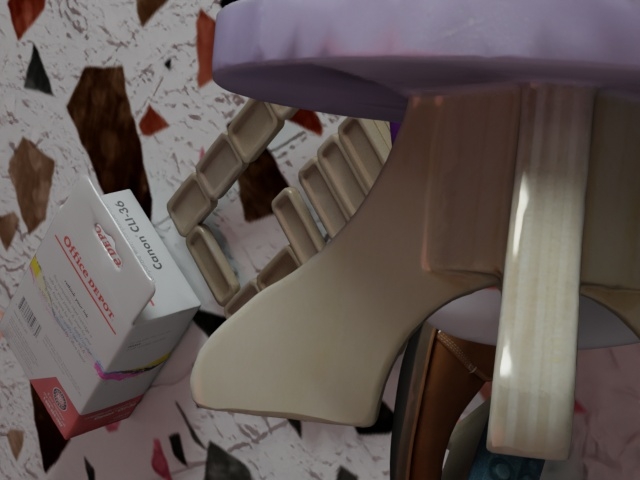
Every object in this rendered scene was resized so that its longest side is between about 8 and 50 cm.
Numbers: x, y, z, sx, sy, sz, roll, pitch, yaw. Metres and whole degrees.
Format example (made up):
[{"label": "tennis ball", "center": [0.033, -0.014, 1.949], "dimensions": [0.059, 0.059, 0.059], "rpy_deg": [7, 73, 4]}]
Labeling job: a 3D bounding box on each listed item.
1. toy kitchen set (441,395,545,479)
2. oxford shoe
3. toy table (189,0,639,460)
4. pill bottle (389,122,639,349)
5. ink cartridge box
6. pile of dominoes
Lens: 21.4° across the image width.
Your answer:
[{"label": "toy kitchen set", "center": [0.161, 0.200, 0.962], "dimensions": [0.207, 0.166, 0.122], "rpy_deg": [36, 138, -12]}, {"label": "oxford shoe", "center": [0.087, 0.058, 0.957], "dimensions": [0.076, 0.076, 0.212], "rpy_deg": [-101, 27, -82]}, {"label": "toy table", "center": [0.089, 0.000, 0.643], "dimensions": [0.274, 0.252, 0.161], "rpy_deg": [4, 86, 18]}, {"label": "pill bottle", "center": [0.117, -0.119, 0.820], "dimensions": [0.181, 0.181, 0.323], "rpy_deg": [5, 105, 47]}, {"label": "ink cartridge box", "center": [-0.161, 0.045, 1.268], "dimensions": [0.115, 0.067, 0.198], "rpy_deg": [56, 137, 20]}, {"label": "pile of dominoes", "center": [0.000, 0.000, 1.114], "dimensions": [0.196, 0.040, 0.251], "rpy_deg": [61, 145, 11]}]
